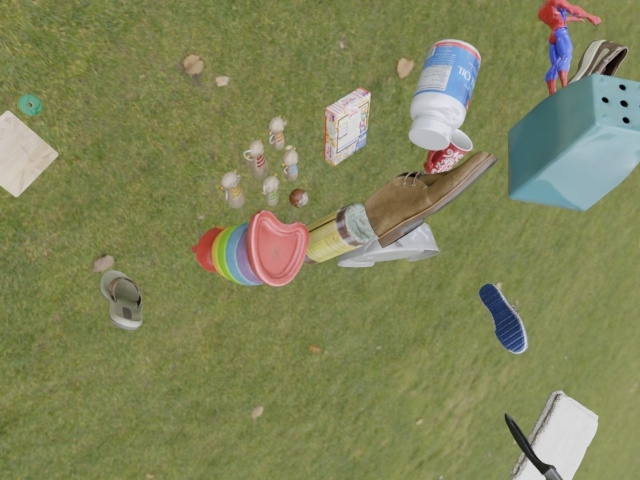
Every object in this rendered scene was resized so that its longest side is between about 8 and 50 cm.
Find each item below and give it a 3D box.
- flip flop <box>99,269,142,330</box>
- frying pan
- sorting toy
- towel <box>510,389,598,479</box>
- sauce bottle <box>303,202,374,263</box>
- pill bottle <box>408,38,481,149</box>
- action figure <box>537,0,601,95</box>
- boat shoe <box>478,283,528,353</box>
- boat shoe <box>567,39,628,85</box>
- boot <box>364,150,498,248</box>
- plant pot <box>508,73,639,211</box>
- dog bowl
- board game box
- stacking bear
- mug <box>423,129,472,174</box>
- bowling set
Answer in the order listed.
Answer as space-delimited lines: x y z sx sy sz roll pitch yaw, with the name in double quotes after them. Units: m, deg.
-0.555 0.153 1.384 0.112 0.277 0.080 14 106 -32 "flip flop"
0.470 0.492 0.929 0.197 0.326 0.053 38 115 -15 "frying pan"
-0.680 -0.180 1.060 0.274 0.046 0.132 -57 132 -21 "sorting toy"
0.650 0.570 1.357 0.187 0.049 0.282 34 83 -19 "towel"
0.000 0.000 1.306 0.112 0.344 0.111 12 69 -34 "sauce bottle"
0.270 -0.318 1.087 0.124 0.124 0.221 32 72 -46 "pill bottle"
0.572 -0.450 1.106 0.139 0.091 0.280 -6 85 -7 "action figure"
0.434 0.181 1.128 0.066 0.183 0.066 27 126 -36 "boat shoe"
0.648 -0.359 1.175 0.095 0.095 0.257 16 99 -44 "boat shoe"
0.201 -0.100 0.964 0.112 0.115 0.305 -21 169 -48 "boot"
0.480 -0.186 0.906 0.234 0.166 0.165 107 -9 -69 "plant pot"
0.226 0.016 1.685 0.349 0.349 0.102 4 76 -41 "dog bowl"
0.078 -0.332 1.443 0.147 0.045 0.193 -37 151 -27 "board game box"
-0.197 0.025 1.198 0.175 0.289 0.164 18 77 -46 "stacking bear"
0.453 -0.326 1.828 0.150 0.113 0.169 14 141 -19 "mug"
-0.112 -0.185 1.309 0.287 0.200 0.154 -61 171 -19 "bowling set"
